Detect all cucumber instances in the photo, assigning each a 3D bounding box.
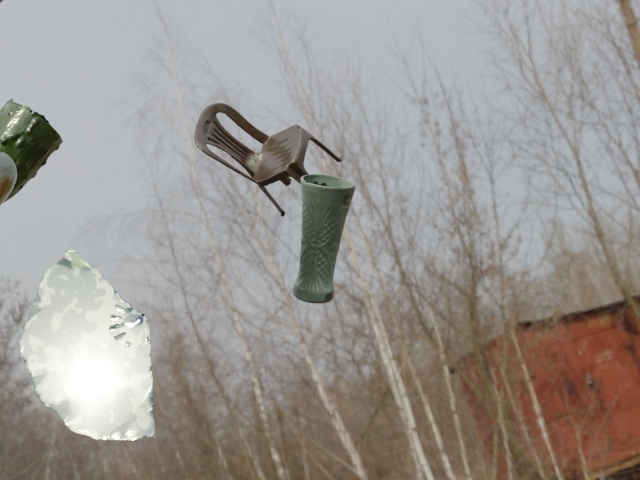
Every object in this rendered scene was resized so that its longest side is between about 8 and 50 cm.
[{"bbox_3d":[-0.619,-0.144,1.458,0.134,0.244,0.134,23,-19,9],"label":"cucumber"}]

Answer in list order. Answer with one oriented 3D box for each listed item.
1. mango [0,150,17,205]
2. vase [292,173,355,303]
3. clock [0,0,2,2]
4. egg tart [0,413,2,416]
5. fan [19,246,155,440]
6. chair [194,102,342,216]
[{"bbox_3d":[-0.551,-0.079,1.173,0.091,0.137,0.237,26,4,1],"label":"mango"},{"bbox_3d":[0.000,0.000,1.318,0.096,0.219,0.096,7,18,-2],"label":"vase"},{"bbox_3d":[-0.370,-0.307,0.694,0.245,0.244,0.056,-18,-9,9],"label":"clock"},{"bbox_3d":[-0.752,0.227,1.247,0.444,0.178,0.443,3,-25,2],"label":"egg tart"},{"bbox_3d":[-0.238,0.108,0.769,0.131,0.240,0.009,-26,-28,-12],"label":"fan"},{"bbox_3d":[-0.124,-0.215,1.822,0.183,0.175,0.326,-18,-43,35],"label":"chair"}]
